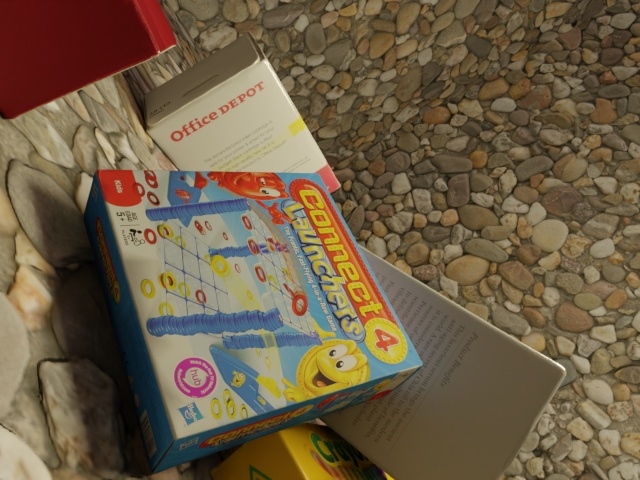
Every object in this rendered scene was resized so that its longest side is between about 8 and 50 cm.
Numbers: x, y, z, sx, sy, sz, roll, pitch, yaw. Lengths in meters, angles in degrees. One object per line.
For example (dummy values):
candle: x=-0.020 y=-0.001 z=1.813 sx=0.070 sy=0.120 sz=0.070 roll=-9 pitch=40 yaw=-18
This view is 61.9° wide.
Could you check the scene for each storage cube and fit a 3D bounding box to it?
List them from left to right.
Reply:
storage cube: x=-0.302 y=-0.275 z=0.610 sx=0.184 sy=0.214 sz=0.193 roll=-111 pitch=177 yaw=-65

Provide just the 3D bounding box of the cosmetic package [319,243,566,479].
cosmetic package: x=0.076 y=0.161 z=0.774 sx=0.453 sy=0.230 sz=0.161 roll=32 pitch=-8 yaw=26

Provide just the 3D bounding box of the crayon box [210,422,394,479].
crayon box: x=0.060 y=0.390 z=0.658 sx=0.313 sy=0.106 sz=0.363 roll=54 pitch=5 yaw=30

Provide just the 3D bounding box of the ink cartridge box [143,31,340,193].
ink cartridge box: x=-0.167 y=-0.217 z=1.203 sx=0.385 sy=0.279 sz=0.160 roll=56 pitch=6 yaw=-45

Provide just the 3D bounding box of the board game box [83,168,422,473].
board game box: x=-0.079 y=0.058 z=0.616 sx=0.301 sy=0.086 sz=0.308 roll=-5 pitch=56 yaw=-37
